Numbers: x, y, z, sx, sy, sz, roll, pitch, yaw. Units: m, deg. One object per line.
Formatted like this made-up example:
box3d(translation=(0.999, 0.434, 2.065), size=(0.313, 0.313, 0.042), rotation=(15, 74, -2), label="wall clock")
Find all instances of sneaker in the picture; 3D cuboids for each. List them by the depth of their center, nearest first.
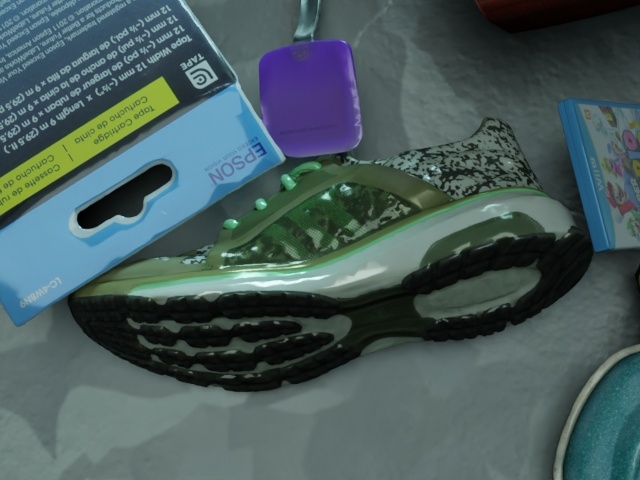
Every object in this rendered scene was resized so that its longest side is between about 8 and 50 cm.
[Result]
box3d(translation=(0.000, 0.000, 0.989), size=(0.410, 0.158, 0.182), rotation=(-10, 53, 1), label="sneaker")

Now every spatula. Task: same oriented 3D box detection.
box3d(translation=(-0.011, -0.207, 1.026), size=(0.084, 0.030, 0.296), rotation=(-8, 64, 14), label="spatula")

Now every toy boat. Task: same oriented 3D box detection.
box3d(translation=(0.288, 0.248, 0.912), size=(0.268, 0.148, 0.318), rotation=(23, 82, 5), label="toy boat")

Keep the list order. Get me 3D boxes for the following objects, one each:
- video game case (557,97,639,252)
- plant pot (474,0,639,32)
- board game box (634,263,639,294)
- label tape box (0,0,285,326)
box3d(translation=(0.252, -0.052, 0.967), size=(0.015, 0.166, 0.119), rotation=(-20, 78, 42), label="video game case")
box3d(translation=(0.203, -0.299, 0.944), size=(0.236, 0.267, 0.267), rotation=(-26, 89, 17), label="plant pot")
box3d(translation=(0.382, 0.081, 0.939), size=(0.260, 0.030, 0.136), rotation=(7, 43, -5), label="board game box")
box3d(translation=(-0.220, -0.132, 1.001), size=(0.249, 0.115, 0.347), rotation=(-33, 81, -4), label="label tape box")
